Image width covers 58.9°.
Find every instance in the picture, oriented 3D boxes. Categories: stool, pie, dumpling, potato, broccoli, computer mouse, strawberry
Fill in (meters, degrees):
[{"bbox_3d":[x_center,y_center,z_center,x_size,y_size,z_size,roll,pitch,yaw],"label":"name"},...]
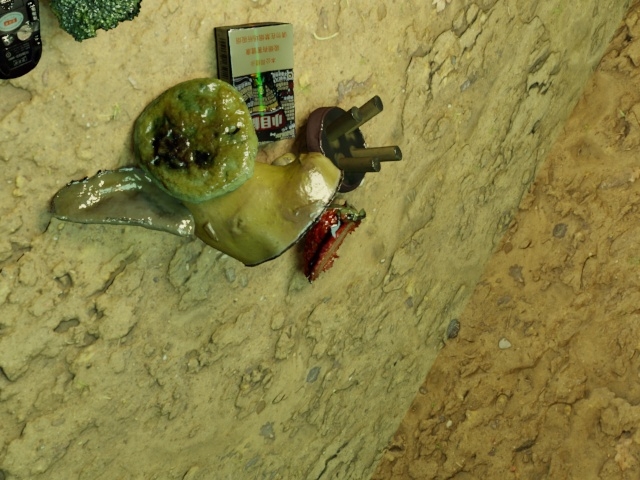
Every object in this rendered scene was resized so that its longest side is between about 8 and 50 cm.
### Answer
[{"bbox_3d":[0.099,-0.289,1.675,0.272,0.178,0.272,21,62,-47],"label":"stool"},{"bbox_3d":[-0.303,-0.245,1.379,0.323,0.323,0.070,-48,177,-12],"label":"pie"},{"bbox_3d":[-0.477,-0.093,1.402,0.332,0.086,0.166,10,61,-20],"label":"dumpling"},{"bbox_3d":[-0.179,-0.130,1.484,0.397,0.290,0.296,-38,116,24],"label":"potato"},{"bbox_3d":[-0.457,-0.522,1.144,0.197,0.176,0.226,6,117,-25],"label":"broccoli"},{"bbox_3d":[-0.617,-0.422,1.086,0.137,0.096,0.233,-38,162,-39],"label":"computer mouse"},{"bbox_3d":[0.000,0.000,1.843,0.306,0.137,0.233,-54,167,22],"label":"strawberry"}]

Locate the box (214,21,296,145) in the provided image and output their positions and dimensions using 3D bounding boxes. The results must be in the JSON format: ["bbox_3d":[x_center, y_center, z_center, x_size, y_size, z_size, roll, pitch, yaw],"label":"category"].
[{"bbox_3d":[-0.171,-0.415,1.514,0.198,0.084,0.310,-20,123,-33],"label":"box"}]

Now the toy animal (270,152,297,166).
[{"bbox_3d":[-0.076,-0.158,1.714,0.168,0.121,0.233,-7,127,-21],"label":"toy animal"}]
